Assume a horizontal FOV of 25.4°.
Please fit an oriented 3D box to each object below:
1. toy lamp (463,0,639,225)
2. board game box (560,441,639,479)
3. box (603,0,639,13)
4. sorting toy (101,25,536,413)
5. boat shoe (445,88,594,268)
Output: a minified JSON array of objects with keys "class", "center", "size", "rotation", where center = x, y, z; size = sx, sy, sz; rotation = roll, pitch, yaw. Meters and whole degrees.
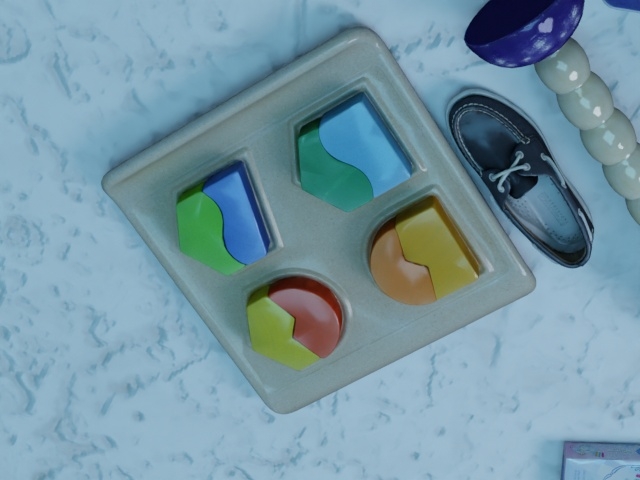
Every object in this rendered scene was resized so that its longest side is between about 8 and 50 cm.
[{"class":"toy lamp","center":[0.185,-0.026,0.801],"size":[0.080,0.080,0.274],"rotation":[-32,113,19]},{"class":"board game box","center":[0.204,0.177,0.946],"size":[0.090,0.020,0.090],"rotation":[1,120,3]},{"class":"box","center":[0.227,-0.218,0.713],"size":[0.137,0.036,0.225],"rotation":[9,117,-1]},{"class":"sorting toy","center":[0.000,0.000,0.850],"size":[0.193,0.038,0.208],"rotation":[-29,114,18]},{"class":"boat shoe","center":[0.117,-0.034,0.823],"size":[0.046,0.038,0.125],"rotation":[-31,113,19]}]
